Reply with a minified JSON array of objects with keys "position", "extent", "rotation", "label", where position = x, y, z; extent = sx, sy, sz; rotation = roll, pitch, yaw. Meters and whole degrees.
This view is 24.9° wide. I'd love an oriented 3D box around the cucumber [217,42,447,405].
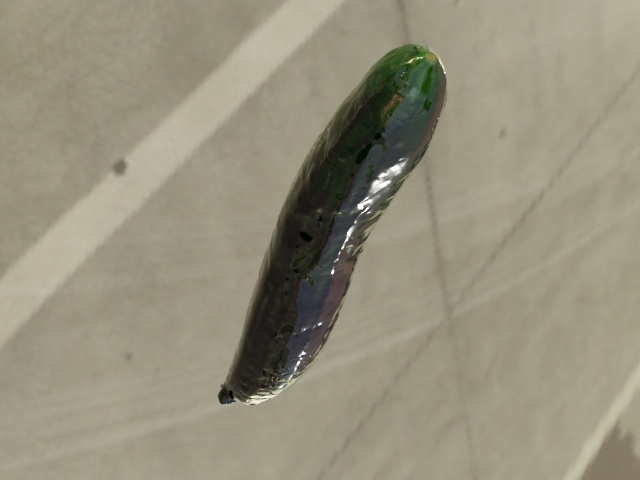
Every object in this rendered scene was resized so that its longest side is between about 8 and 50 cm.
[{"position":[0.000,0.000,0.456],"extent":[0.184,0.033,0.036],"rotation":[115,-25,-51],"label":"cucumber"}]
